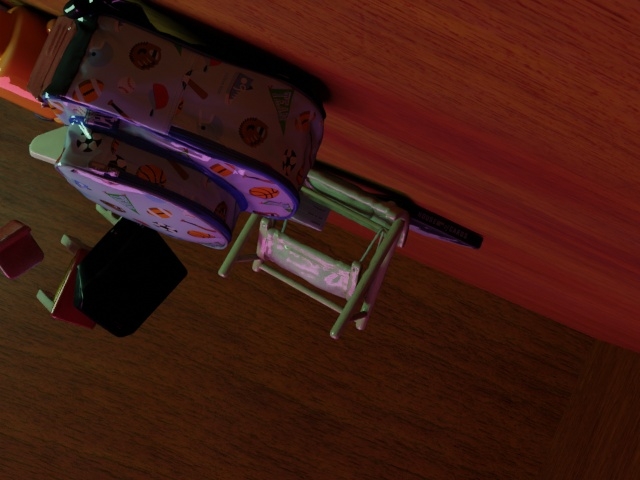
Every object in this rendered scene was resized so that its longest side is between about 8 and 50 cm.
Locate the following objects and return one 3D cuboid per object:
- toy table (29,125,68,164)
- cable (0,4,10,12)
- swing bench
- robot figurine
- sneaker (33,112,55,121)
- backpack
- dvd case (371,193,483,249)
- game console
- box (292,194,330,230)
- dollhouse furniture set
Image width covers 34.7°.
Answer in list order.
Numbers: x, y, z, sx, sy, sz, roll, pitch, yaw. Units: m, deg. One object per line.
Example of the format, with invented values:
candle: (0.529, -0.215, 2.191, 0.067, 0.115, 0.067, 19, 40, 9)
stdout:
toy table: (-0.382, -0.185, 1.858, 0.274, 0.160, 0.252, 16, 161, 5)
cable: (-0.560, -0.335, 1.491, 0.257, 0.089, 0.257, 23, 178, 39)
swing bench: (0.000, 0.000, 1.822, 0.253, 0.254, 0.165, 28, -169, 17)
robot figurine: (-0.378, -0.238, 1.409, 0.219, 0.158, 0.128, 25, -160, -36)
sneaker: (-0.414, -0.247, 1.643, 0.107, 0.124, 0.283, 23, 178, -10)
backpack: (-0.133, -0.109, 1.059, 0.263, 0.213, 0.276, 12, 175, 4)
dvd case: (0.178, -0.040, 1.939, 0.179, 0.029, 0.239, 23, 179, -20)
game console: (-0.172, -0.032, 1.327, 0.044, 0.361, 0.213, 39, 170, 15)
box: (-0.066, -0.100, 2.044, 0.114, 0.103, 0.203, 24, 178, -30)
dollhouse furniture set: (-0.301, -0.077, 1.315, 0.201, 0.374, 0.152, 22, -176, -32)
